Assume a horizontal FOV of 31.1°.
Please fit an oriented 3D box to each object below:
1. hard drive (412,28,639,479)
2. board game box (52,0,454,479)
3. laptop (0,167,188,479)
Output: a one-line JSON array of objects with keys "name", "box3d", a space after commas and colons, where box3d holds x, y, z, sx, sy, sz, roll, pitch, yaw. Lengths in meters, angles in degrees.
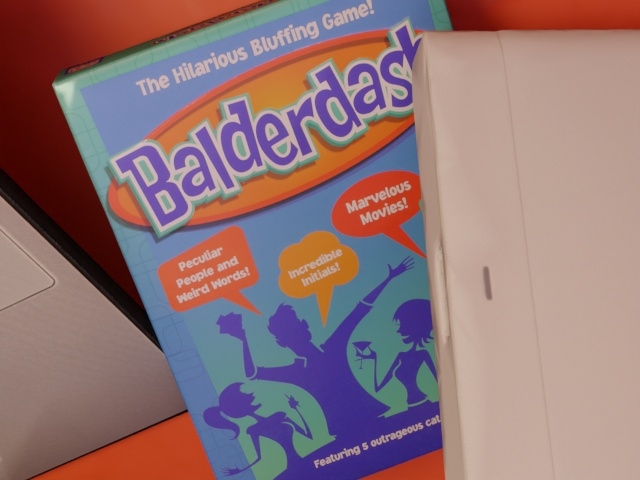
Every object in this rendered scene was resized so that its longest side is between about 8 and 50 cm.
[{"name": "hard drive", "box3d": [0.195, 0.017, 0.427, 0.308, 0.040, 0.203, -1, 71, -5]}, {"name": "board game box", "box3d": [0.000, 0.000, 0.497, 0.160, 0.047, 0.210, -21, 107, -1]}, {"name": "laptop", "box3d": [-0.288, 0.125, 0.391, 0.408, 0.236, 0.382, -24, 138, 11]}]
